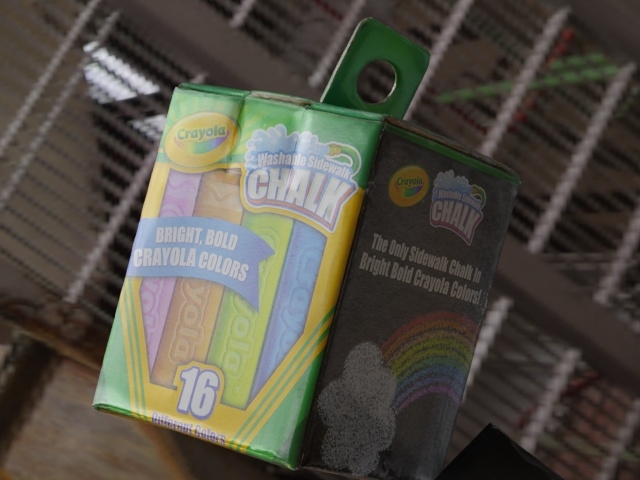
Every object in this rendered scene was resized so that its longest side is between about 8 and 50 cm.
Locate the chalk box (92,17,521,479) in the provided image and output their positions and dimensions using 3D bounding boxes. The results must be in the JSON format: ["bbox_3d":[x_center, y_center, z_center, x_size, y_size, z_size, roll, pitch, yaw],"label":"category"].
[{"bbox_3d":[0.000,0.000,0.915,0.132,0.132,0.213,20,-96,-54],"label":"chalk box"}]

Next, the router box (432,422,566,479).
[{"bbox_3d":[0.060,0.262,0.788,0.309,0.243,0.081,-43,-38,-13],"label":"router box"}]
